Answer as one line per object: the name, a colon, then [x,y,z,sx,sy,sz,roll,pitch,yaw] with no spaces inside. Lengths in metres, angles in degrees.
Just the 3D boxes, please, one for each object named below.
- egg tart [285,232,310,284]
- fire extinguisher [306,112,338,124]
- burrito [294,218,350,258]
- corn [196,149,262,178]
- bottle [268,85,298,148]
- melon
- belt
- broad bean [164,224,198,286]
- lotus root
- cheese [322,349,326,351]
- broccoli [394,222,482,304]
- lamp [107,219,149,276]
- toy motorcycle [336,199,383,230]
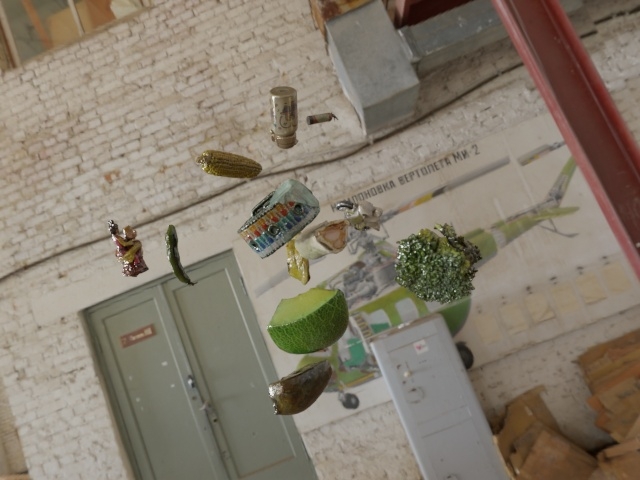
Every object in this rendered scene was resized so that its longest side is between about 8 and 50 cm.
egg tart: [-0.122,0.096,2.356,0.115,0.291,0.290,-5,-10,-6]
fire extinguisher: [0.012,-0.661,2.422,0.177,0.062,0.050,-16,-13,-22]
burrito: [0.003,-0.003,1.463,0.143,0.105,0.299,-36,5,-15]
corn: [-0.338,-0.281,1.663,0.261,0.097,0.097,2,-22,-40]
bottle: [-0.134,-0.427,1.575,0.109,0.209,0.097,11,41,13]
melon: [-0.028,0.349,1.832,0.331,0.226,0.344,-34,-51,-7]
belt: [-0.126,-0.070,1.371,0.257,0.150,0.207,-40,13,8]
broad bean: [-0.488,0.058,1.521,0.039,0.227,0.069,0,22,46]
lotus root: [-0.064,0.643,1.954,0.141,0.210,0.314,-13,12,44]
cheese: [-0.052,0.507,2.299,0.203,0.128,0.177,-48,33,-10]
broccoli: [0.457,0.089,1.761,0.334,0.272,0.324,-1,-27,11]
lamp: [-0.785,0.025,1.819,0.118,0.253,0.118,-11,15,3]
toy motorcycle: [0.231,-0.131,2.360,0.222,0.108,0.341,-3,-23,22]
